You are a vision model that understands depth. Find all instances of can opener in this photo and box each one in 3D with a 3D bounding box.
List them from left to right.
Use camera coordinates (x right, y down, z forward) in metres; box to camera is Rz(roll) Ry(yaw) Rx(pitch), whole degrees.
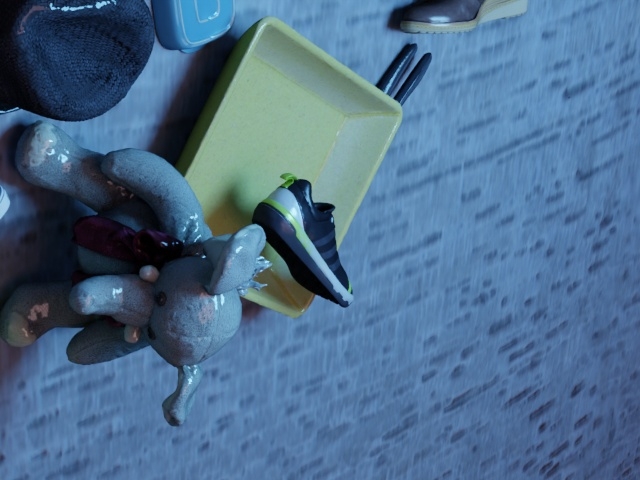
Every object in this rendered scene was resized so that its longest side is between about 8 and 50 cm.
[{"bbox_3d":[0.098,-0.201,1.962,0.059,0.073,0.186,28,84,-12],"label":"can opener"}]

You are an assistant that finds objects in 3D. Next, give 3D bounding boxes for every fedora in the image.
[{"bbox_3d":[-0.274,-0.222,1.387,0.334,0.152,0.334,-42,155,-25],"label":"fedora"}]

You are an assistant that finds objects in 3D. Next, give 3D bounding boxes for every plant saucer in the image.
[{"bbox_3d":[-0.070,-0.094,1.803,0.333,0.081,0.332,27,90,-51],"label":"plant saucer"}]

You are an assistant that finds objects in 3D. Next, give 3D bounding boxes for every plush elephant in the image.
[{"bbox_3d":[-0.191,0.050,1.527,0.330,0.255,0.271,12,106,-18],"label":"plush elephant"}]

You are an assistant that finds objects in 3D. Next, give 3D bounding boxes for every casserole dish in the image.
[{"bbox_3d":[-0.148,-0.309,1.637,0.114,0.037,0.188,-29,128,-36],"label":"casserole dish"}]

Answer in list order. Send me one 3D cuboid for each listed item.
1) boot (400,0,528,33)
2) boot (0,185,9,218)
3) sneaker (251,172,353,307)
[{"bbox_3d":[0.200,-0.407,1.957,0.248,0.090,0.206,-20,110,-35],"label":"boot"},{"bbox_3d":[-0.424,-0.010,1.476,0.190,0.069,0.086,-54,133,-24],"label":"boot"},{"bbox_3d":[0.000,0.000,1.802,0.097,0.084,0.234,-53,140,-15],"label":"sneaker"}]
